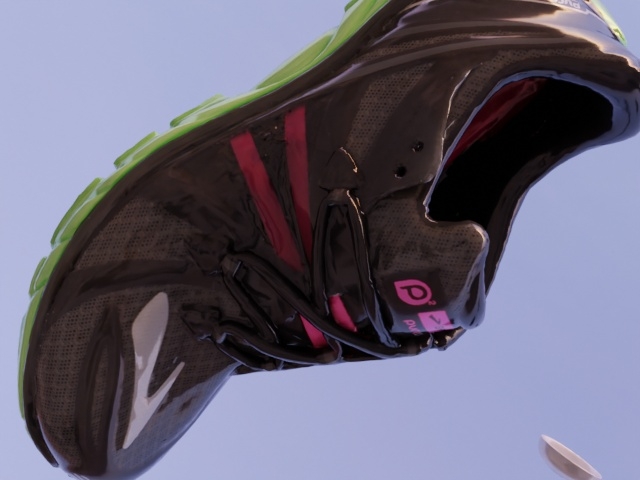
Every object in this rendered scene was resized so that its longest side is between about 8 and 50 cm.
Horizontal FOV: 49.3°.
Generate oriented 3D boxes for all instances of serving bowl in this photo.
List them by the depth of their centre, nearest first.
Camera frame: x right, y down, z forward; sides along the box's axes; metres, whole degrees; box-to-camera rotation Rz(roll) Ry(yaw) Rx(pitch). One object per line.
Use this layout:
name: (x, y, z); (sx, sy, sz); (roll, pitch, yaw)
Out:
serving bowl: (0.303, 0.277, 0.863); (0.083, 0.083, 0.027); (33, -85, 20)

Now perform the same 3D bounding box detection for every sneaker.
sneaker: (0.000, 0.000, 0.448); (0.483, 0.185, 0.202); (-42, -128, 4)
